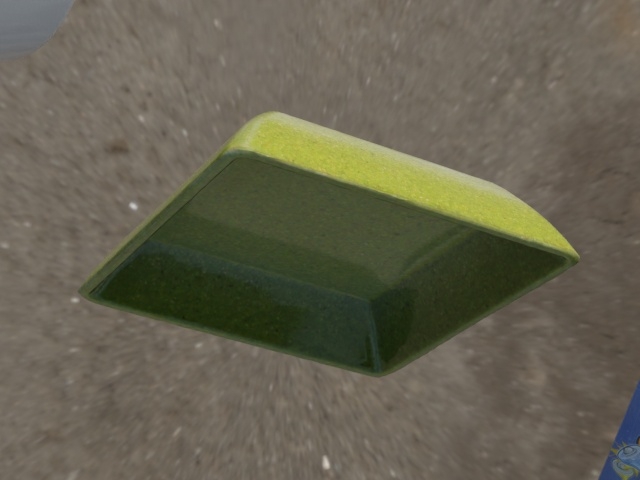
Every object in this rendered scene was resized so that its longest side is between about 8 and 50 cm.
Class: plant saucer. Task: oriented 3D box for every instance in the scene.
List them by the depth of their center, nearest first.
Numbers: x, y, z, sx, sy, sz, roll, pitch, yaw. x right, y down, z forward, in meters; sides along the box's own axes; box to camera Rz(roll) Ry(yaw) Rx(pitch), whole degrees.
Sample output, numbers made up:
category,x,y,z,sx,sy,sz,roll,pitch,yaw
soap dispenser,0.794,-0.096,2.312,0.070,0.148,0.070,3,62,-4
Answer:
category,x,y,z,sx,sy,sz,roll,pitch,yaw
plant saucer,0.000,0.000,0.818,0.188,0.188,0.045,16,60,-25

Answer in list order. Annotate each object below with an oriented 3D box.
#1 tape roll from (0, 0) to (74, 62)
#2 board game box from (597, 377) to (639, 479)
category,x,y,z,sx,sy,sz,roll,pitch,yaw
tape roll,-0.250,-0.247,1.013,0.100,0.286,0.286,-12,87,-39
board game box,0.199,0.061,0.828,0.035,0.201,0.136,33,52,21
